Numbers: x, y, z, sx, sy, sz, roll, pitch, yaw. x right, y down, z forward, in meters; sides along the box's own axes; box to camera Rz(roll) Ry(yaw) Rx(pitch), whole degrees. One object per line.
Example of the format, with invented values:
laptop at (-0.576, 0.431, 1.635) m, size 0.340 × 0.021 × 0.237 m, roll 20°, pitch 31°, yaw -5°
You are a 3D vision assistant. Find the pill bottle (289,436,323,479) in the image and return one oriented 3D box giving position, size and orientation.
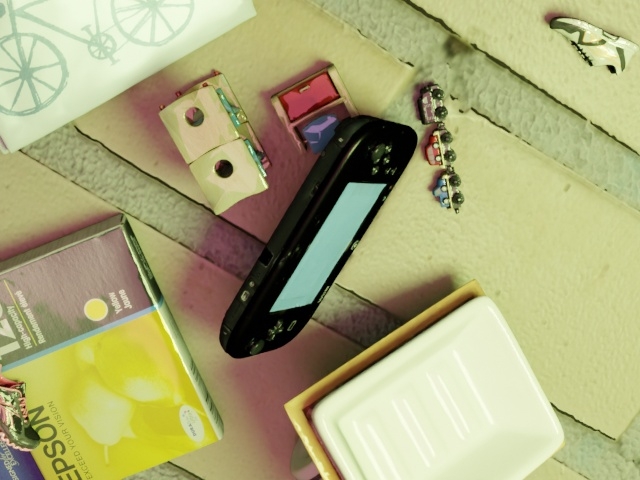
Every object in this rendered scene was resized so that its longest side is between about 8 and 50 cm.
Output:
pill bottle at (0.075, 0.303, 1.135) m, size 0.208 × 0.119 × 0.119 m, roll 38°, pitch 101°, yaw -12°

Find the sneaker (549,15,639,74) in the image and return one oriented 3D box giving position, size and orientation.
sneaker at (0.310, -0.224, 1.031) m, size 0.109 × 0.040 × 0.044 m, roll 22°, pitch 106°, yaw -7°

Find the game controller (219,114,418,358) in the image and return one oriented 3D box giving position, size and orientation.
game controller at (0.000, 0.000, 1.024) m, size 0.067 × 0.166 × 0.319 m, roll 42°, pitch 110°, yaw 29°

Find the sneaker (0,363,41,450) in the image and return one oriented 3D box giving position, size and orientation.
sneaker at (-0.360, 0.192, 1.050) m, size 0.057 × 0.047 × 0.119 m, roll -36°, pitch 105°, yaw -1°

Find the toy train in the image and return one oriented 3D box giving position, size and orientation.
toy train at (0.141, -0.106, 1.066) m, size 0.036 × 0.027 × 0.158 m, roll -12°, pitch 106°, yaw 5°

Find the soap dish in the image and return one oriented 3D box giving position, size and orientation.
soap dish at (0.118, 0.213, 1.040) m, size 0.291 × 0.118 × 0.229 m, roll -30°, pitch 92°, yaw -25°

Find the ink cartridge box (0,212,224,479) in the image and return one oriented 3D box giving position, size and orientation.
ink cartridge box at (-0.318, 0.163, 1.098) m, size 0.307 × 0.072 × 0.304 m, roll -23°, pitch 107°, yaw -3°

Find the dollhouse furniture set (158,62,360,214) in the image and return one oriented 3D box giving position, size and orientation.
dollhouse furniture set at (-0.061, -0.140, 0.997) m, size 0.183 × 0.129 × 0.129 m, roll -27°, pitch 105°, yaw 7°

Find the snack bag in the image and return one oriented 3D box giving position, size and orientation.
snack bag at (-0.268, -0.297, 0.904) m, size 0.323 × 0.037 × 0.342 m, roll -32°, pitch 124°, yaw -9°
